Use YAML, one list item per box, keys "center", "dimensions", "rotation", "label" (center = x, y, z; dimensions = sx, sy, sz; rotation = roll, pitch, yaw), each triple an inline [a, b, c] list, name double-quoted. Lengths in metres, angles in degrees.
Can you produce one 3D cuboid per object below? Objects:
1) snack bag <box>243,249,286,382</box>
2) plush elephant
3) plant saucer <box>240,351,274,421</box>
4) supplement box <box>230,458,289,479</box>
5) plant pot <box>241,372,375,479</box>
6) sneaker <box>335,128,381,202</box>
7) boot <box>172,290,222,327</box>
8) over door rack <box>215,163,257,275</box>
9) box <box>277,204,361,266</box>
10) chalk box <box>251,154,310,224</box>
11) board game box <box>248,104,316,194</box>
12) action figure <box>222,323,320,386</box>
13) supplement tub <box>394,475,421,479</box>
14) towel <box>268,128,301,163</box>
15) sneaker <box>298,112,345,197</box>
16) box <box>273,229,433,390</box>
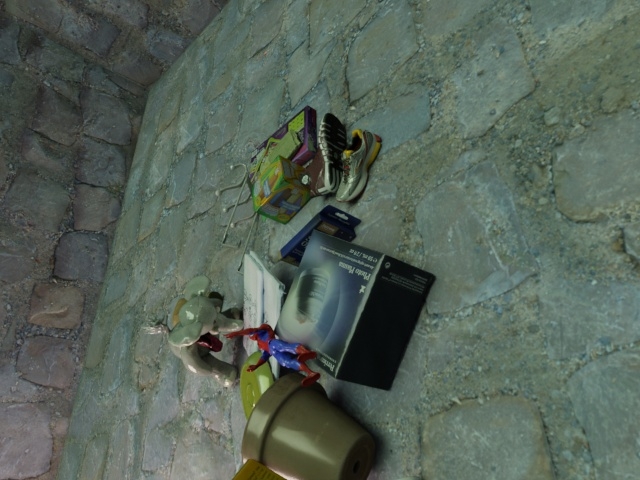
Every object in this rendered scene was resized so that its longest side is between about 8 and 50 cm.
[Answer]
- center: [-0.174, 0.226, 1.525]
  dimensions: [0.342, 0.037, 0.323]
  rotation: [-145, 56, -63]
  label: "snack bag"
- center: [-0.358, 0.264, 1.626]
  dimensions: [0.255, 0.330, 0.271]
  rotation: [-41, 35, 47]
  label: "plush elephant"
- center: [-0.183, 0.438, 1.482]
  dimensions: [0.241, 0.037, 0.241]
  rotation: [15, 107, 62]
  label: "plant saucer"
- center: [-0.056, 0.624, 1.003]
  dimensions: [0.357, 0.195, 0.194]
  rotation: [26, 96, 11]
  label: "supplement box"
- center: [-0.008, 0.459, 1.182]
  dimensions: [0.229, 0.263, 0.263]
  rotation: [12, 81, 36]
  label: "plant pot"
- center: [0.090, -0.218, 1.521]
  dimensions: [0.088, 0.093, 0.225]
  rotation: [16, 85, 54]
  label: "sneaker"
- center: [-0.480, 0.313, 1.979]
  dimensions: [0.269, 0.089, 0.236]
  rotation: [-18, 47, 46]
  label: "boot"
- center: [-0.288, -0.067, 1.802]
  dimensions: [0.108, 0.239, 0.324]
  rotation: [0, 63, 5]
  label: "over door rack"
- center: [0.000, 0.000, 1.480]
  dimensions: [0.225, 0.136, 0.036]
  rotation: [-44, 41, 29]
  label: "box"
- center: [-0.144, -0.153, 1.752]
  dimensions: [0.213, 0.132, 0.132]
  rotation: [-44, 41, 29]
  label: "chalk box"
- center: [-0.142, -0.317, 1.915]
  dimensions: [0.347, 0.056, 0.208]
  rotation: [-29, 46, 41]
  label: "board game box"
- center: [-0.131, 0.268, 1.239]
  dimensions: [0.280, 0.139, 0.091]
  rotation: [15, 115, 59]
  label: "action figure"
- center: [0.177, 0.526, 1.026]
  dimensions: [0.071, 0.071, 0.107]
  rotation: [-41, 43, 31]
  label: "supplement tub"
- center: [-0.125, -0.308, 1.827]
  dimensions: [0.148, 0.027, 0.110]
  rotation: [-48, 41, 23]
  label: "towel"
- center: [-0.010, -0.260, 1.652]
  dimensions: [0.162, 0.106, 0.281]
  rotation: [-23, 55, 39]
  label: "sneaker"
- center: [0.068, 0.159, 1.272]
  dimensions: [0.296, 0.183, 0.294]
  rotation: [20, 88, 55]
  label: "box"
